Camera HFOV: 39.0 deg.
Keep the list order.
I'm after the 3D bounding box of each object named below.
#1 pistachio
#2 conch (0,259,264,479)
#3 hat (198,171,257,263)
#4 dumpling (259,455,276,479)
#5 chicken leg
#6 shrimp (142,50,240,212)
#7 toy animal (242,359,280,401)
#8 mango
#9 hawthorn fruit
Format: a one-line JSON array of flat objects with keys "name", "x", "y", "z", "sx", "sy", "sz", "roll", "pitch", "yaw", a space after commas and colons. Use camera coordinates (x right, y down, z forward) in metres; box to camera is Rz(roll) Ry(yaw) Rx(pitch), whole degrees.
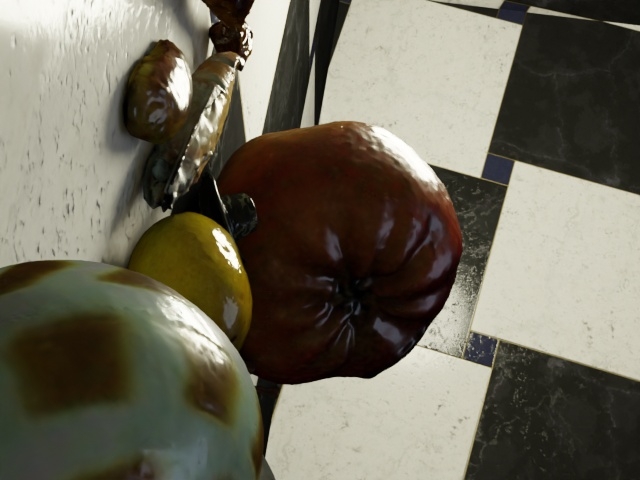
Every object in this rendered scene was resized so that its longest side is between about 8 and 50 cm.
[{"name": "pistachio", "x": -0.155, "y": -0.146, "z": 0.918, "sx": 0.173, "sy": 0.049, "sz": 0.090, "roll": -76, "pitch": 174, "yaw": -59}, {"name": "conch", "x": -0.149, "y": 0.123, "z": 0.459, "sx": 0.249, "sy": 0.197, "sz": 0.368, "roll": -46, "pitch": -177, "yaw": 2}, {"name": "hat", "x": -0.104, "y": -0.030, "z": 1.059, "sx": 0.121, "sy": 0.050, "sz": 0.121, "roll": 54, "pitch": -23, "yaw": 37}, {"name": "dumpling", "x": -0.154, "y": 0.322, "z": 1.216, "sx": 0.341, "sy": 0.181, "sz": 0.260, "roll": 27, "pitch": 39, "yaw": -53}, {"name": "chicken leg", "x": -0.110, "y": -0.285, "z": 1.084, "sx": 0.304, "sy": 0.093, "sz": 0.113, "roll": 104, "pitch": -23, "yaw": -72}, {"name": "shrimp", "x": -0.150, "y": -0.107, "z": 1.054, "sx": 0.317, "sy": 0.062, "sz": 0.164, "roll": -76, "pitch": 180, "yaw": -52}, {"name": "toy animal", "x": -0.162, "y": 0.187, "z": 1.104, "sx": 0.275, "sy": 0.149, "sz": 0.054, "roll": -3, "pitch": 111, "yaw": -56}, {"name": "mango", "x": -0.140, "y": 0.053, "z": 0.967, "sx": 0.262, "sy": 0.130, "sz": 0.167, "roll": -169, "pitch": -106, "yaw": -84}, {"name": "hawthorn fruit", "x": 0.000, "y": 0.000, "z": 1.335, "sx": 0.403, "sy": 0.402, "sz": 0.403, "roll": 8, "pitch": 90, "yaw": -87}]
